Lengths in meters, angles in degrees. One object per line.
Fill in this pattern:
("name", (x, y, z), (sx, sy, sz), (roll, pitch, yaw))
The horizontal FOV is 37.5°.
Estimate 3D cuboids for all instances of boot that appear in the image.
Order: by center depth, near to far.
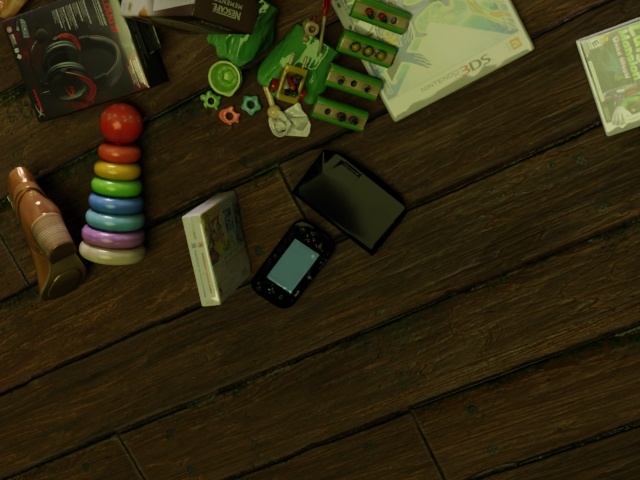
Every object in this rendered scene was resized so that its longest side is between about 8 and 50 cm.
("boot", (-0.608, -0.009, 2.041), (0.109, 0.283, 0.220), (-27, 68, -21))

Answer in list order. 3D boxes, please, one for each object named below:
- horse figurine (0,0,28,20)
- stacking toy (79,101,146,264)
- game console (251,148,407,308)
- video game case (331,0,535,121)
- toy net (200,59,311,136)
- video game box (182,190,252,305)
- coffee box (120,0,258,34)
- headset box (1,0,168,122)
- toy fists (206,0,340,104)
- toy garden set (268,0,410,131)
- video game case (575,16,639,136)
("horse figurine", (-0.572, -0.553, 1.902), (0.263, 0.066, 0.174), (-6, 99, 17))
("stacking toy", (-0.421, -0.121, 1.964), (0.141, 0.141, 0.330), (10, 104, 10))
("game console", (0.000, 0.000, 1.942), (0.213, 0.044, 0.361), (38, 111, 1))
("video game case", (0.194, -0.435, 1.771), (0.300, 0.036, 0.329), (-26, 98, 19))
("toy net", (-0.131, -0.262, 1.893), (0.232, 0.045, 0.122), (33, 110, 2))
("video game box", (-0.206, 0.012, 1.907), (0.048, 0.205, 0.187), (-5, 104, 16))
("coffee box", (-0.245, -0.446, 1.746), (0.246, 0.141, 0.098), (14, 95, 48))
("headset box", (-0.459, -0.385, 1.899), (0.293, 0.110, 0.218), (-14, 102, 17))
("toy fists", (-0.100, -0.376, 1.829), (0.279, 0.096, 0.142), (36, 103, 3))
("toy garden set", (0.033, -0.336, 1.749), (0.203, 0.049, 0.244), (15, 111, -19))
("video game case", (0.581, -0.307, 1.725), (0.173, 0.022, 0.190), (-18, 101, 17))
